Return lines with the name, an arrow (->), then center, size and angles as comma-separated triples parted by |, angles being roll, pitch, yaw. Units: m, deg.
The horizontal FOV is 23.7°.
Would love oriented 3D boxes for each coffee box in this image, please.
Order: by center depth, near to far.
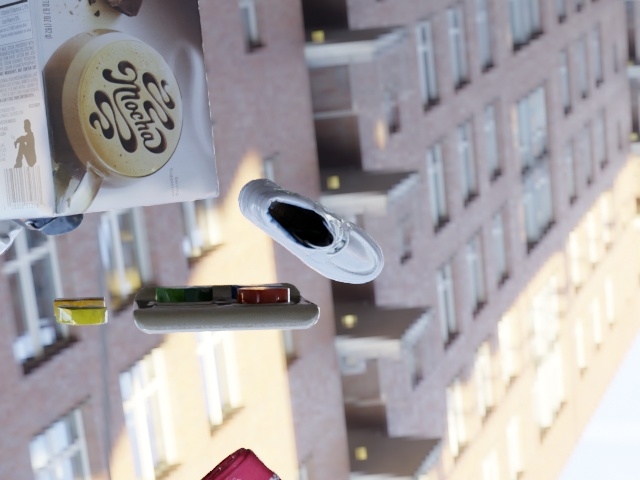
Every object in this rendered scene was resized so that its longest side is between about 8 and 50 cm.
coffee box -> -0.199, -0.173, 1.301 | 0.168, 0.297, 0.119 | -8, -176, -40

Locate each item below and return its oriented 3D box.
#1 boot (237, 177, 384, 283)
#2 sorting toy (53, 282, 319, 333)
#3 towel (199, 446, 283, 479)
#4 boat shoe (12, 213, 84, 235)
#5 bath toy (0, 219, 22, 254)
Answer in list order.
boot -> 0.000, 0.000, 2.225 | 0.258, 0.095, 0.123 | 28, -177, -24
sorting toy -> -0.164, 0.072, 1.809 | 0.307, 0.041, 0.229 | -1, -174, -7
towel -> -0.041, 0.313, 1.215 | 0.199, 0.275, 0.031 | -41, -166, 8
boat shoe -> -0.333, -0.060, 1.867 | 0.127, 0.113, 0.340 | -29, -177, -12
bath toy -> -0.535, -0.071, 2.478 | 0.129, 0.151, 0.348 | -29, -163, 39
